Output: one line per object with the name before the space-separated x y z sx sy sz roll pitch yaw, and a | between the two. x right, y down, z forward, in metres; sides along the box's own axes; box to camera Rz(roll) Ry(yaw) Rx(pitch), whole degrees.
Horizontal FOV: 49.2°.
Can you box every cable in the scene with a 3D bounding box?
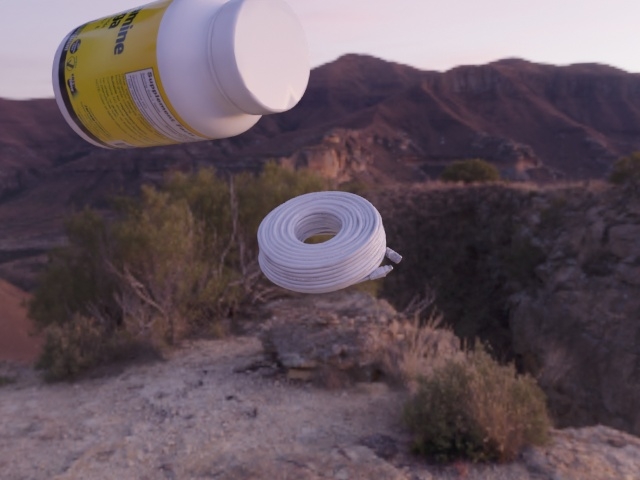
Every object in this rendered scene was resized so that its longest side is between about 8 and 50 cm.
cable | 0.000 0.000 1.393 0.257 0.089 0.257 -22 40 -14

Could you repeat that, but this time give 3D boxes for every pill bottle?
pill bottle | -0.187 -0.225 0.929 0.334 0.187 0.188 0 6 37
